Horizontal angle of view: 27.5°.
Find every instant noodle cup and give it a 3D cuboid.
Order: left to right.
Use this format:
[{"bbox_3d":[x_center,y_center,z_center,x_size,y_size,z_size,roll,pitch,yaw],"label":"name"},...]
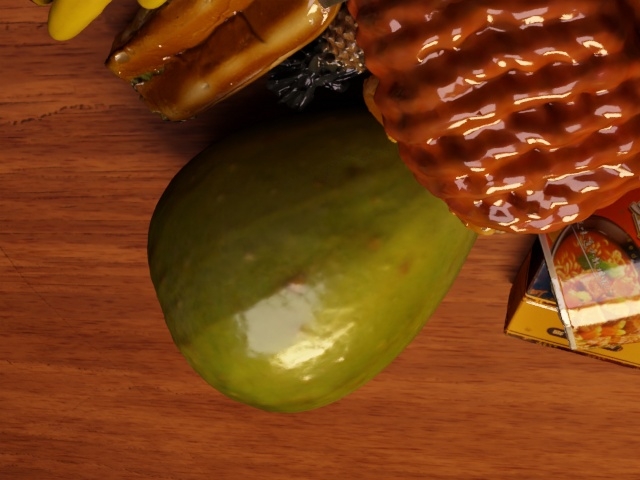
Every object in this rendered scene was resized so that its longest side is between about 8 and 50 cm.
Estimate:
[{"bbox_3d":[0.258,-0.009,1.035,0.174,0.213,0.213,-17,138,10],"label":"instant noodle cup"}]

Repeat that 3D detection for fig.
[{"bbox_3d":[0.000,0.000,1.161,0.326,0.258,0.258,-37,123,24],"label":"fig"}]

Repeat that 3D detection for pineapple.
[{"bbox_3d":[0.013,-0.156,1.077,0.074,0.074,0.159,34,145,-26],"label":"pineapple"}]

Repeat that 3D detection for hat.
[{"bbox_3d":[0.224,-0.167,0.825,0.400,0.285,0.285,-16,136,29],"label":"hat"}]

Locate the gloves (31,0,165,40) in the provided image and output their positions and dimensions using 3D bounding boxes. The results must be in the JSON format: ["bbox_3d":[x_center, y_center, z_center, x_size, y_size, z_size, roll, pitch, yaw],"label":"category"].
[{"bbox_3d":[-0.152,-0.253,0.976,0.116,0.133,0.294,-13,173,-43],"label":"gloves"}]

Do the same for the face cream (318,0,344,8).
[{"bbox_3d":[-0.076,-0.290,0.782,0.341,0.084,0.137,58,175,-10],"label":"face cream"}]

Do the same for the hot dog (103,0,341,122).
[{"bbox_3d":[-0.085,-0.179,1.070,0.115,0.072,0.269,41,141,-24],"label":"hot dog"}]

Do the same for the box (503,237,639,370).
[{"bbox_3d":[0.280,0.026,1.241,0.152,0.070,0.237,15,143,-1],"label":"box"}]

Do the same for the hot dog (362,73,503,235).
[{"bbox_3d":[0.092,-0.073,1.018,0.045,0.071,0.165,-46,74,25],"label":"hot dog"}]
